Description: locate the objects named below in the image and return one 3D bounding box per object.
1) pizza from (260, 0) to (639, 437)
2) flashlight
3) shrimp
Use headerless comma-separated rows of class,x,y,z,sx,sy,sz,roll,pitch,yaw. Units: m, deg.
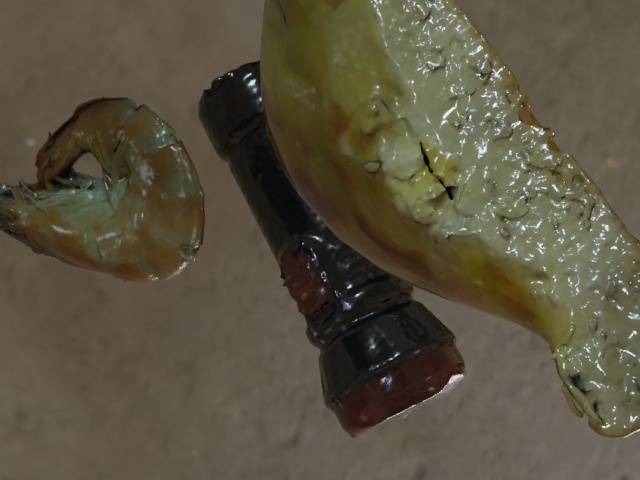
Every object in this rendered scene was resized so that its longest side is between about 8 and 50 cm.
pizza,0.041,-0.023,0.577,0.080,0.204,0.188,-36,90,8
flashlight,0.000,0.000,1.018,0.093,0.093,0.232,-21,78,-37
shrimp,-0.130,-0.027,0.922,0.041,0.180,0.099,-23,110,-45
